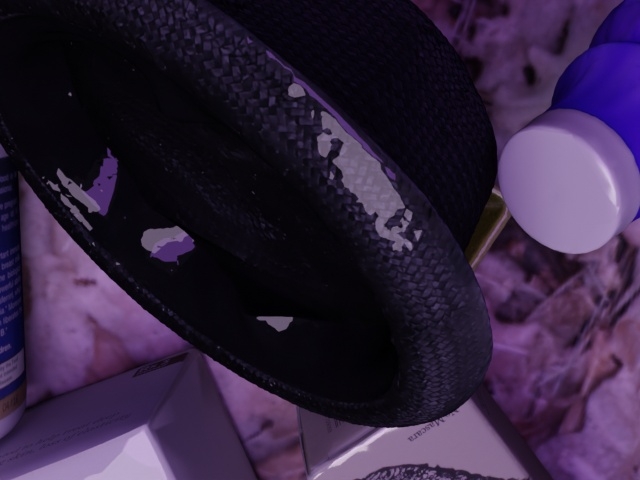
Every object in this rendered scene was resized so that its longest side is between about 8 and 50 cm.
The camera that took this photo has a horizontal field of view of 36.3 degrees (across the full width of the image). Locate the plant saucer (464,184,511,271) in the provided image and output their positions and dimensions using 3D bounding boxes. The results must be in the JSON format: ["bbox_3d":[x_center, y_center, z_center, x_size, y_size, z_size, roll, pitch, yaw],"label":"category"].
[{"bbox_3d":[0.000,0.000,0.653,0.188,0.045,0.188,31,101,-4],"label":"plant saucer"}]

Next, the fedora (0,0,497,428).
[{"bbox_3d":[-0.029,-0.055,0.522,0.334,0.334,0.152,46,61,-7],"label":"fedora"}]

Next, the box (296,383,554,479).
[{"bbox_3d":[0.107,0.191,0.638,0.113,0.094,0.275,-36,110,8],"label":"box"}]

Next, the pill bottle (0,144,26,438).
[{"bbox_3d":[-0.265,-0.006,0.606,0.153,0.153,0.265,2,102,2],"label":"pill bottle"}]

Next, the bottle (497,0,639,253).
[{"bbox_3d":[0.204,-0.087,0.527,0.282,0.092,0.118,-33,103,-34],"label":"bottle"}]

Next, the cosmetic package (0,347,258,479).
[{"bbox_3d":[-0.113,0.293,0.661,0.217,0.156,0.385,-24,101,8],"label":"cosmetic package"}]
